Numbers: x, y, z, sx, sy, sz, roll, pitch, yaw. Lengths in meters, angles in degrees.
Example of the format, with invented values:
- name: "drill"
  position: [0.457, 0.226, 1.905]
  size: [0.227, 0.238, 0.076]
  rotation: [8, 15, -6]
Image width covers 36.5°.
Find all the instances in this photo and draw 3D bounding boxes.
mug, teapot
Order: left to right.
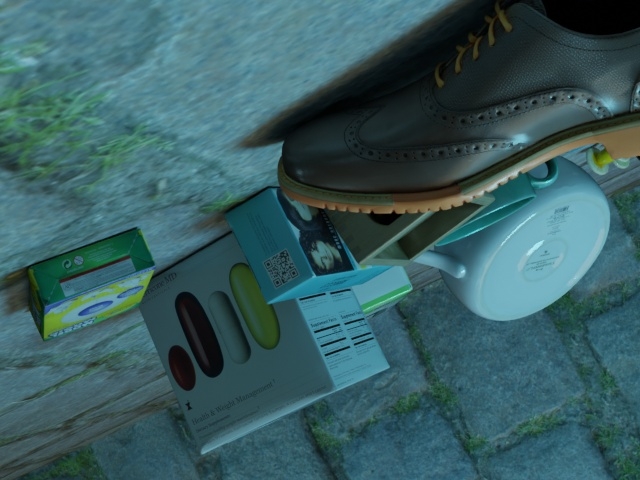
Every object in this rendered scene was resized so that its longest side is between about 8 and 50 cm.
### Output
- name: "mug"
  position: [0.179, -0.068, 1.123]
  size: [0.158, 0.097, 0.129]
  rotation: [-19, 169, -36]
- name: "teapot"
  position: [0.240, -0.028, 1.298]
  size: [0.252, 0.187, 0.256]
  rotation: [-45, 141, 9]

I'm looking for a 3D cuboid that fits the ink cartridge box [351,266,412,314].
- name: "ink cartridge box"
  position: [0.016, 0.086, 1.525]
  size: [0.198, 0.114, 0.273]
  rotation: [-24, 171, -8]

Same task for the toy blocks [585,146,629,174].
- name: "toy blocks"
  position: [0.541, -0.172, 1.642]
  size: [0.123, 0.054, 0.148]
  rotation: [-16, 167, -40]

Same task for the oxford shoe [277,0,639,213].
- name: "oxford shoe"
  position: [0.129, -0.121, 0.720]
  size: [0.364, 0.132, 0.130]
  rotation: [-15, -143, 11]

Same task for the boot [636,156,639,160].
- name: "boot"
  position: [0.460, -0.145, 1.311]
  size: [0.115, 0.112, 0.305]
  rotation: [-43, 166, 5]

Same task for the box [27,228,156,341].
- name: "box"
  position: [-0.218, 0.048, 0.911]
  size: [0.105, 0.043, 0.179]
  rotation: [-21, 172, -21]

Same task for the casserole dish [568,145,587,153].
- name: "casserole dish"
  position: [0.376, -0.163, 1.309]
  size: [0.114, 0.037, 0.188]
  rotation: [-24, 172, -5]

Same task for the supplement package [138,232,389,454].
- name: "supplement package"
  position: [-0.068, 0.102, 1.107]
  size: [0.194, 0.203, 0.149]
  rotation: [-30, 170, 24]

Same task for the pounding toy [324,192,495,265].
- name: "pounding toy"
  position: [0.105, -0.070, 0.965]
  size: [0.206, 0.094, 0.181]
  rotation: [-38, 162, 21]

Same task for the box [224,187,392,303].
- name: "box"
  position: [0.000, 0.000, 1.033]
  size: [0.060, 0.100, 0.244]
  rotation: [-30, 170, 23]
